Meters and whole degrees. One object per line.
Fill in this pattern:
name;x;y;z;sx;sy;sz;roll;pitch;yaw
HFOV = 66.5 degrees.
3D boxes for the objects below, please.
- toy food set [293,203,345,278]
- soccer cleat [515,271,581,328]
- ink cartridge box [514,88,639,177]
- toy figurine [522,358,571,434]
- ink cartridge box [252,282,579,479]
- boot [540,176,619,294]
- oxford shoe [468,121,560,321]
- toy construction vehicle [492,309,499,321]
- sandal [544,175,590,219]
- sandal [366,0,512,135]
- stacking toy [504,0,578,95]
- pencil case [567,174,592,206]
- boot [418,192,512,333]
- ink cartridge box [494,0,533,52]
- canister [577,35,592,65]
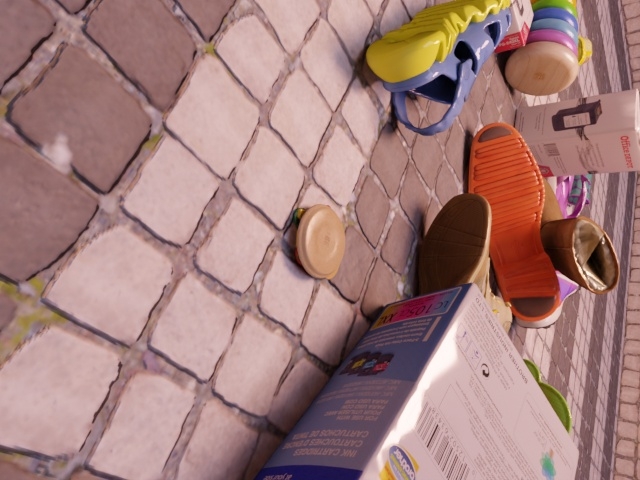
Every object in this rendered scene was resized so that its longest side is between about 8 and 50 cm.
toy food set;0.000;0.000;0.532;0.083;0.020;0.083;11;81;-50
soccer cleat;0.527;0.085;1.131;0.318;0.108;0.117;-31;109;-45
ink cartridge box;0.573;-0.225;1.077;0.172;0.237;0.100;32;66;-47
toy figurine;0.315;0.258;0.813;0.159;0.130;0.173;33;43;-36
ink cartridge box;0.100;0.263;0.488;0.270;0.151;0.395;57;42;-7
boot;0.455;-0.032;0.925;0.236;0.089;0.269;66;11;2
oxford shoe;0.346;-0.036;0.918;0.133;0.129;0.364;-51;129;-78
toy construction vehicle;0.208;0.134;0.664;0.098;0.035;0.086;-13;101;-42
sandal;0.658;-0.132;1.291;0.169;0.102;0.417;49;53;-39
sandal;0.178;-0.254;0.688;0.317;0.126;0.138;-42;125;-33
stacking toy;0.496;-0.484;1.050;0.141;0.141;0.331;37;64;-45
pencil case;0.802;-0.176;1.503;0.070;0.064;0.152;36;62;-27
boot;0.239;0.071;0.765;0.203;0.095;0.262;14;86;-49
ink cartridge box;0.357;-0.465;0.945;0.150;0.063;0.109;51;53;-39
canister;0.576;-0.447;1.173;0.169;0.126;0.074;-28;112;-50
